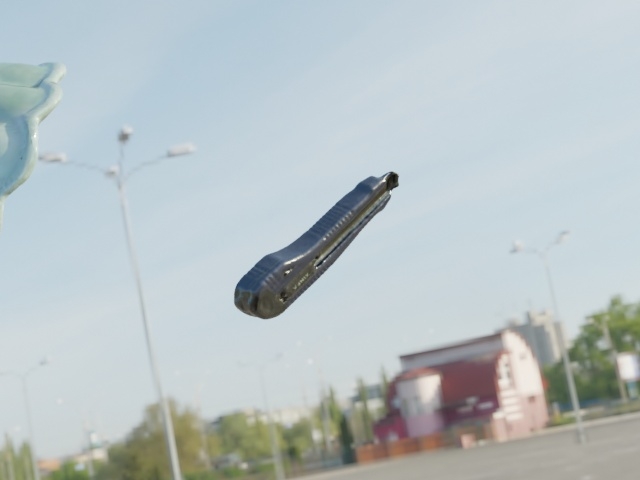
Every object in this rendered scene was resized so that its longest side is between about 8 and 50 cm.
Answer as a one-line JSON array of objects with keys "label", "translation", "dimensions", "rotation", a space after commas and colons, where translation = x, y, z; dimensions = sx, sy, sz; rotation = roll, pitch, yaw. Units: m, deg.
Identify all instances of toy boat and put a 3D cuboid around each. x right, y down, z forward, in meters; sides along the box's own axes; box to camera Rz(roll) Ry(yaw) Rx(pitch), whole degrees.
[{"label": "toy boat", "translation": [-0.257, -0.033, 0.851], "dimensions": [0.100, 0.199, 0.290], "rotation": [25, -20, -16]}]

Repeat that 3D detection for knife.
[{"label": "knife", "translation": [0.000, 0.000, 0.682], "dimensions": [0.018, 0.031, 0.121], "rotation": [21, 56, 41]}]
